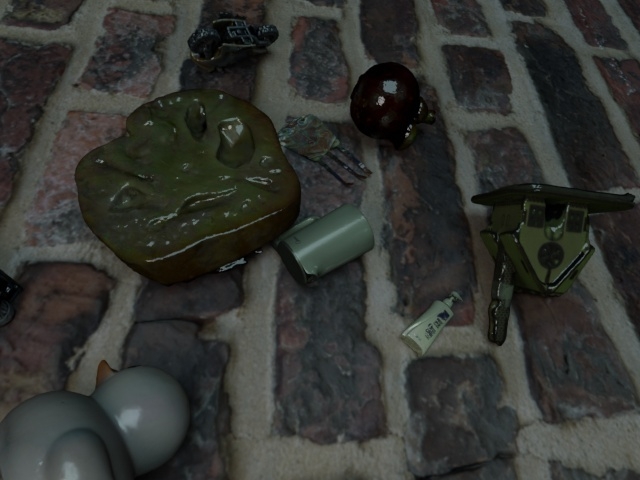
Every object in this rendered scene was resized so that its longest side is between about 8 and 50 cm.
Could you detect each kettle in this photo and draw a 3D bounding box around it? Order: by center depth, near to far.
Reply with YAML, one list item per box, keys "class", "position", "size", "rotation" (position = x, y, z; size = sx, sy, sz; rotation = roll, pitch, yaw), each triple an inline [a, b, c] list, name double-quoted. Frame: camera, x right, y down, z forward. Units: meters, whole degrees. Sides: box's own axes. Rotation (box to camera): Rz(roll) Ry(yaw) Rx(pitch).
- class: "kettle"
  position: [0.001, -0.001, 0.713]
  size: [0.148, 0.098, 0.126]
  rotation: [-29, 74, -19]

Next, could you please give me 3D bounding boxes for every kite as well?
- class: "kite"
  position: [0.007, -0.193, 0.872]
  size: [0.127, 0.016, 0.229]
  rotation: [-38, 69, -22]

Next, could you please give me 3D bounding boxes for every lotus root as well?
- class: "lotus root"
  position: [-0.217, -0.106, 0.717]
  size: [0.376, 0.111, 0.390]
  rotation: [16, 59, 5]

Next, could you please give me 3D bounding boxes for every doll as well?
- class: "doll"
  position: [-0.251, 0.265, 0.482]
  size: [0.221, 0.221, 0.250]
  rotation: [-23, 63, -20]

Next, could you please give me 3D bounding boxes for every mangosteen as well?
- class: "mangosteen"
  position: [0.151, -0.288, 0.866]
  size: [0.184, 0.172, 0.172]
  rotation: [47, 63, -4]

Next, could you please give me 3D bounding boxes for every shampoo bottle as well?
- class: "shampoo bottle"
  position: [0.198, 0.136, 0.700]
  size: [0.049, 0.034, 0.141]
  rotation: [39, 61, 20]

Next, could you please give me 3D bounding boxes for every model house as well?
- class: "model house"
  position: [0.392, 0.053, 0.722]
  size: [0.219, 0.205, 0.278]
  rotation: [6, 90, -4]

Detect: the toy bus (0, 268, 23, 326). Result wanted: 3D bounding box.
- class: "toy bus"
  position: [-0.548, 0.132, 0.543]
  size: [0.134, 0.116, 0.233]
  rotation: [15, 57, 0]

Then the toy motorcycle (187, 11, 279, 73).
- class: "toy motorcycle"
  position: [-0.210, -0.457, 0.938]
  size: [0.229, 0.130, 0.093]
  rotation: [-25, 90, -35]
